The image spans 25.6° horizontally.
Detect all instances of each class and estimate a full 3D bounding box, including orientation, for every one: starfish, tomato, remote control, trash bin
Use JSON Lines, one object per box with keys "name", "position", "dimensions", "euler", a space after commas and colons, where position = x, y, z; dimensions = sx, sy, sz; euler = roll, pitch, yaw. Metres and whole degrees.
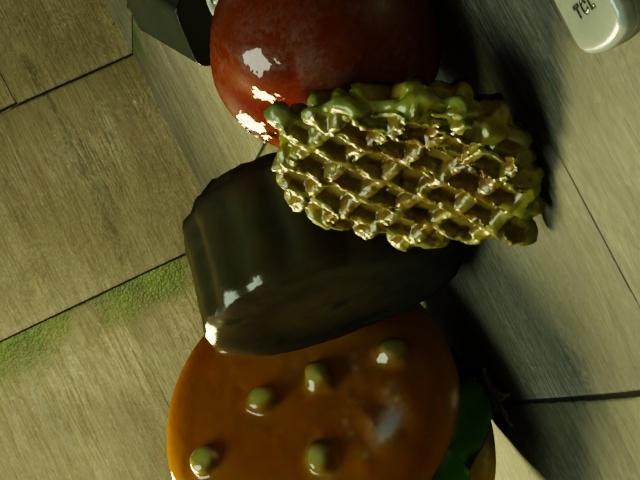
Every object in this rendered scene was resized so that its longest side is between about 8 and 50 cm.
{"name": "starfish", "position": [0.202, 0.175, 1.664], "dimensions": [0.086, 0.016, 0.092], "euler": [49, 168, 50]}
{"name": "tomato", "position": [0.006, -0.180, 1.255], "dimensions": [0.208, 0.208, 0.184], "euler": [80, -164, -58]}
{"name": "remote control", "position": [0.150, -0.210, 0.904], "dimensions": [0.190, 0.029, 0.087], "euler": [63, 171, 1]}
{"name": "trash bin", "position": [-0.138, -0.312, 1.747], "dimensions": [0.225, 0.165, 0.115], "euler": [42, 157, 58]}

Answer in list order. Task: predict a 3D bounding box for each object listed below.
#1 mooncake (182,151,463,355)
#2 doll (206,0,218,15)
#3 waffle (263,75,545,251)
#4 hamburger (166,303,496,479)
{"name": "mooncake", "position": [0.000, 0.000, 1.488], "dimensions": [0.290, 0.290, 0.161], "euler": [93, 159, -70]}
{"name": "doll", "position": [-0.025, -0.246, 1.484], "dimensions": [0.278, 0.119, 0.154], "euler": [49, 150, 35]}
{"name": "waffle", "position": [0.071, -0.057, 1.204], "dimensions": [0.243, 0.237, 0.059], "euler": [64, -149, -54]}
{"name": "hamburger", "position": [0.012, 0.240, 1.683], "dimensions": [0.396, 0.395, 0.277], "euler": [55, 180, 40]}
